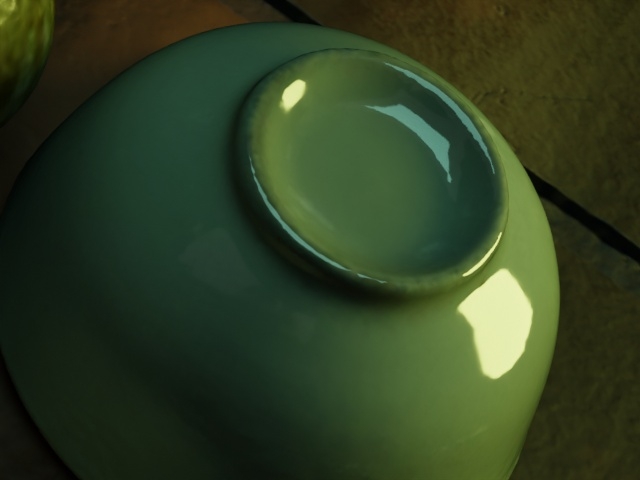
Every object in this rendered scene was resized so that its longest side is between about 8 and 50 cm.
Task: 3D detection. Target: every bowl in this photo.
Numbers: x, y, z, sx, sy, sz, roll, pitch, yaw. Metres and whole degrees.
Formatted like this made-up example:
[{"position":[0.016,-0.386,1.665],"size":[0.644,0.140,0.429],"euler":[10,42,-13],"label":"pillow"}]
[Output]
[{"position":[0.000,0.000,0.871],"size":[0.289,0.146,0.289],"euler":[12,54,-17],"label":"bowl"}]

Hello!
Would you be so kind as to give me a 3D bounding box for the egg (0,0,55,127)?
[{"position":[-0.254,-0.144,0.832],"size":[0.289,0.238,0.238],"euler":[41,45,-18],"label":"egg"}]
